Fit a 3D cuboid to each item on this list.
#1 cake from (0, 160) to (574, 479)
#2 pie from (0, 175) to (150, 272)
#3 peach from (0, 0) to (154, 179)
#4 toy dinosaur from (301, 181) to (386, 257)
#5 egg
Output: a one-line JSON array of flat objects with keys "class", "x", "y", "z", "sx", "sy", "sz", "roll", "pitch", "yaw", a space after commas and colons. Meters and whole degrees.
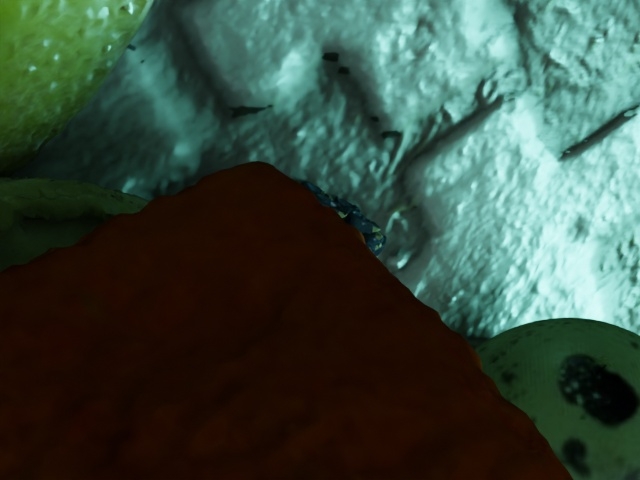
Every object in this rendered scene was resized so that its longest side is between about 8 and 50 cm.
[{"class": "cake", "x": -0.047, "y": 0.161, "z": 0.679, "sx": 0.269, "sy": 0.270, "sz": 0.319, "roll": -27, "pitch": 146, "yaw": -18}, {"class": "pie", "x": -0.166, "y": 0.082, "z": 0.768, "sx": 0.274, "sy": 0.055, "sz": 0.274, "roll": -24, "pitch": 142, "yaw": -21}, {"class": "peach", "x": -0.159, "y": -0.097, "z": 0.651, "sx": 0.189, "sy": 0.068, "sz": 0.279, "roll": -4, "pitch": 142, "yaw": -37}, {"class": "toy dinosaur", "x": 0.000, "y": 0.000, "z": 0.853, "sx": 0.083, "sy": 0.030, "sz": 0.047, "roll": 22, "pitch": 106, "yaw": -41}, {"class": "egg", "x": 0.141, "y": 0.148, "z": 0.955, "sx": 0.177, "sy": 0.177, "sz": 0.228, "roll": -20, "pitch": 142, "yaw": -20}]
